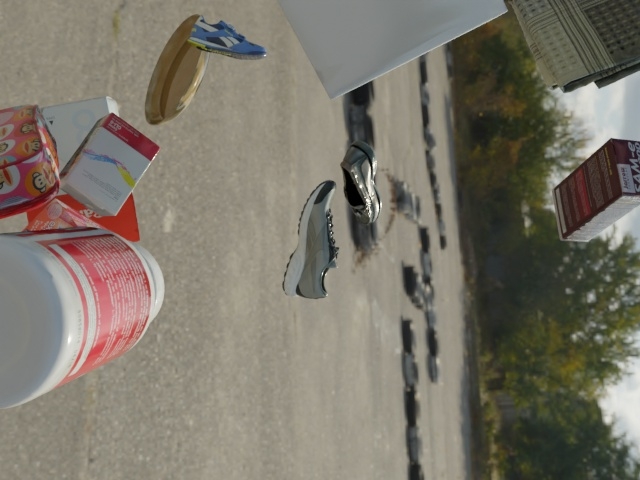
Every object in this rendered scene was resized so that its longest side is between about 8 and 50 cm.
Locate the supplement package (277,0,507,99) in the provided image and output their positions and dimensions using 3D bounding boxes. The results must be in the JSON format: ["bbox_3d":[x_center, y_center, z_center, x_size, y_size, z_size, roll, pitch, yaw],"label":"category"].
[{"bbox_3d":[0.087,-0.351,1.015,0.204,0.261,0.145,60,20,-19],"label":"supplement package"}]

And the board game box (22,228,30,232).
[{"bbox_3d":[-0.586,0.074,1.336,0.035,0.201,0.136,41,40,-26],"label":"board game box"}]

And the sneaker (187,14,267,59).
[{"bbox_3d":[-0.163,-0.362,1.349,0.053,0.144,0.059,-177,-80,-82],"label":"sneaker"}]

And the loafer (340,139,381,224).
[{"bbox_3d":[0.084,-0.122,1.789,0.084,0.096,0.267,-45,149,-25],"label":"loafer"}]

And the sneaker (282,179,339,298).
[{"bbox_3d":[0.000,0.000,1.663,0.100,0.108,0.272,5,98,-77],"label":"sneaker"}]

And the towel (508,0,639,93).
[{"bbox_3d":[0.506,-0.394,1.281,0.056,0.312,0.324,57,19,-45],"label":"towel"}]

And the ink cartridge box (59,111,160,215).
[{"bbox_3d":[-0.449,-0.155,1.575,0.127,0.128,0.176,37,72,-26],"label":"ink cartridge box"}]

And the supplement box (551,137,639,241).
[{"bbox_3d":[0.587,-0.101,1.587,0.239,0.073,0.130,120,-30,-65],"label":"supplement box"}]

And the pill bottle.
[{"bbox_3d":[-0.395,0.095,1.145,0.407,0.229,0.229,-19,104,-79],"label":"pill bottle"}]

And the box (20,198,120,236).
[{"bbox_3d":[-0.546,0.044,1.754,0.154,0.142,0.300,44,-2,22],"label":"box"}]

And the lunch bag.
[{"bbox_3d":[-0.622,-0.138,1.382,0.293,0.258,0.120,-122,-163,-54],"label":"lunch bag"}]

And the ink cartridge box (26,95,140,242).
[{"bbox_3d":[-0.662,-0.161,1.972,0.091,0.308,0.385,-40,121,-85],"label":"ink cartridge box"}]

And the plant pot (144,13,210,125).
[{"bbox_3d":[-0.280,-0.333,1.493,0.032,0.236,0.236,23,56,-33],"label":"plant pot"}]
